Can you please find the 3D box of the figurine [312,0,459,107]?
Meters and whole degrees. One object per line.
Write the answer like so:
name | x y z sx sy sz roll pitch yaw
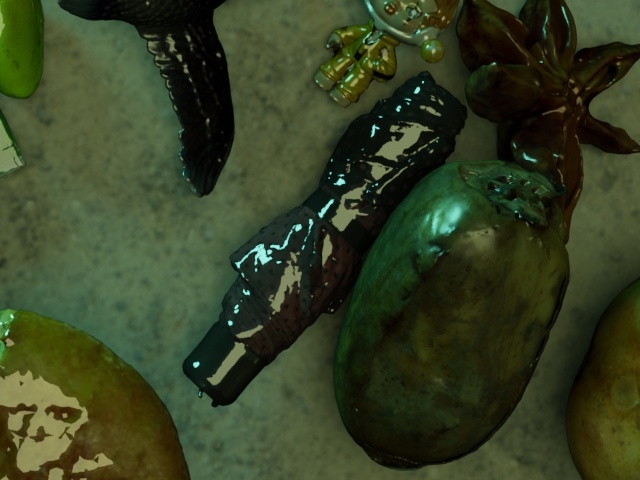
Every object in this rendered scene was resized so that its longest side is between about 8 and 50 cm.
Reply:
figurine | 0.058 -0.172 1.511 0.101 0.068 0.143 19 93 15

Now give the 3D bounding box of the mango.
mango | -0.250 -0.165 1.459 0.056 0.073 0.108 -8 111 20

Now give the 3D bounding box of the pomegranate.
pomegranate | 0.335 0.134 1.500 0.260 0.260 0.260 -1 95 -9

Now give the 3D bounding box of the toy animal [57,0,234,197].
toy animal | -0.100 -0.208 1.456 0.160 0.272 0.197 27 52 6

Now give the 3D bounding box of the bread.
bread | -0.203 0.224 1.443 0.179 0.194 0.340 11 95 -16

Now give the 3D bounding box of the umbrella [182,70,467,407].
umbrella | 0.000 0.000 1.505 0.326 0.094 0.090 -49 144 -4

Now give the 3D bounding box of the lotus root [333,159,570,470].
lotus root | 0.099 0.059 1.466 0.160 0.152 0.275 10 121 -20

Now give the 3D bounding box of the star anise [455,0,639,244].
star anise | 0.178 -0.120 1.507 0.196 0.111 0.212 40 64 -41

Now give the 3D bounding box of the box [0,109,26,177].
box | -0.345 -0.138 1.463 0.132 0.034 0.235 -27 98 -7
